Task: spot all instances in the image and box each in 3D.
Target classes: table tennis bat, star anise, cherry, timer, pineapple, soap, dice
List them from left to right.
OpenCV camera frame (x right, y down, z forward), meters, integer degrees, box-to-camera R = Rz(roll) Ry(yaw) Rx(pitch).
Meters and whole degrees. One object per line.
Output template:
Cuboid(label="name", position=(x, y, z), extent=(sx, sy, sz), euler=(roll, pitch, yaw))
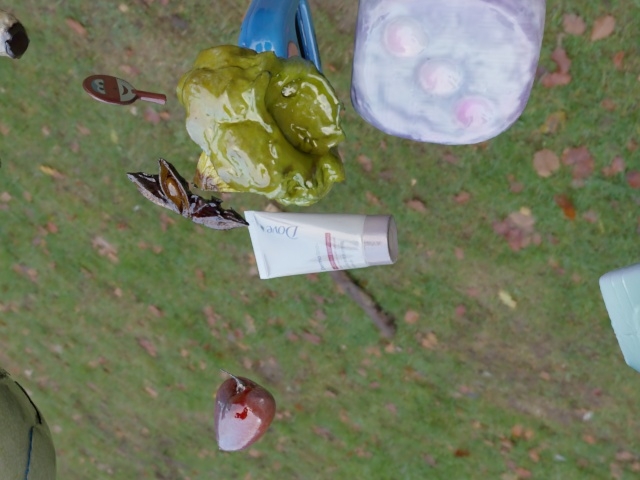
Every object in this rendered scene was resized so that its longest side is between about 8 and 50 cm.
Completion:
Cuboid(label="table tennis bat", position=(-0.363, -0.273, 1.649), extent=(0.155, 0.098, 0.019), euler=(7, 126, -24))
Cuboid(label="star anise", position=(-0.221, -0.073, 1.365), extent=(0.212, 0.053, 0.157), euler=(19, 166, 44))
Cuboid(label="pineapple", position=(-0.206, -0.143, 1.760), extent=(0.069, 0.116, 0.137), euler=(42, 167, 49))
Cuboid(label="cherry", position=(-0.125, 0.272, 1.430), extent=(0.106, 0.087, 0.126), euler=(52, 132, 34))
Cuboid(label="timer", position=(-0.069, -0.316, 1.745), extent=(0.115, 0.309, 0.340), euler=(-3, 127, 13))
Cuboid(label="dice", position=(0.189, -0.329, 1.378), extent=(0.272, 0.270, 0.270), euler=(6, 134, 2))
Cuboid(label="soap", position=(0.380, 0.075, 0.875), extent=(0.230, 0.091, 0.145), euler=(128, 122, -78))

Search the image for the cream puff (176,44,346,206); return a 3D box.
Cuboid(label="cream puff", position=(-0.065, -0.176, 1.287), extent=(0.185, 0.281, 0.282), euler=(-36, 111, 16))

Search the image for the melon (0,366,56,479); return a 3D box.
Cuboid(label="melon", position=(-0.385, 0.245, 0.805), extent=(0.269, 0.330, 0.268), euler=(29, -175, -3))

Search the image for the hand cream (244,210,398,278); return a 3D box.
Cuboid(label="hand cream", position=(0.000, 0.000, 1.472), extent=(0.248, 0.083, 0.133), euler=(-5, 117, 17))

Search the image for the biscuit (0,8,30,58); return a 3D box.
Cuboid(label="biscuit", position=(-0.475, -0.304, 1.172), extent=(0.219, 0.055, 0.061), euler=(27, 155, 16))
